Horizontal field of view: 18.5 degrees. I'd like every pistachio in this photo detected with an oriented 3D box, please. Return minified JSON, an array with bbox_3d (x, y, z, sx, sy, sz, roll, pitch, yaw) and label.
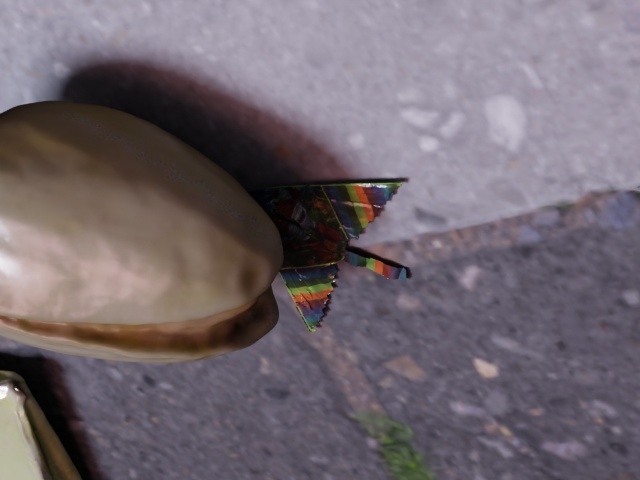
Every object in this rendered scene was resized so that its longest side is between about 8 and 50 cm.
[{"bbox_3d":[-0.106,0.001,0.914,0.185,0.124,0.124,16,135,14],"label":"pistachio"}]

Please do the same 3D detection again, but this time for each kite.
[{"bbox_3d":[0.000,0.000,0.937,0.090,0.004,0.122,28,137,5],"label":"kite"}]

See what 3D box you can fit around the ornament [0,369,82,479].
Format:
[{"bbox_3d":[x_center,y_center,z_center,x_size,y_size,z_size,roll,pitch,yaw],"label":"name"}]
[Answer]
[{"bbox_3d":[-0.204,0.123,1.136,0.201,0.059,0.180,37,136,-9],"label":"ornament"}]
